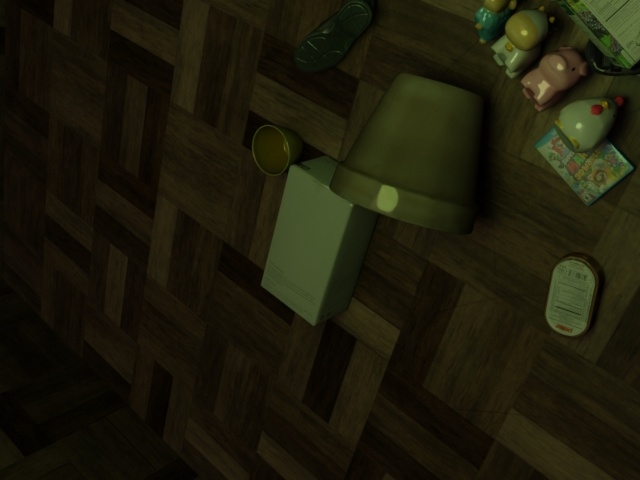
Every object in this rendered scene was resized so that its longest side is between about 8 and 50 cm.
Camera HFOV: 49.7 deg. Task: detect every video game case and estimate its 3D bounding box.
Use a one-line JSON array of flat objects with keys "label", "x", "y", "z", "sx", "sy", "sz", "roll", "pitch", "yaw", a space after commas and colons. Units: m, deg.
[{"label": "video game case", "x": 0.521, "y": -0.168, "z": 1.373, "sx": 0.166, "sy": 0.015, "sz": 0.119, "roll": 53, "pitch": 132, "yaw": 14}]

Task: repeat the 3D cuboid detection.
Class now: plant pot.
[{"label": "plant pot", "x": -0.101, "y": -0.247, "z": 1.838, "sx": 0.134, "sy": 0.095, "sz": 0.134, "roll": 16, "pitch": 115, "yaw": 37}, {"label": "plant pot", "x": 0.210, "y": -0.195, "z": 1.472, "sx": 0.323, "sy": 0.323, "sz": 0.280, "roll": 24, "pitch": 102, "yaw": 34}]

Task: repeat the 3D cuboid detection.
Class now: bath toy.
[{"label": "bath toy", "x": 0.440, "y": -0.329, "z": 1.313, "sx": 0.129, "sy": 0.151, "sz": 0.348, "roll": -36, "pitch": 77, "yaw": 10}]

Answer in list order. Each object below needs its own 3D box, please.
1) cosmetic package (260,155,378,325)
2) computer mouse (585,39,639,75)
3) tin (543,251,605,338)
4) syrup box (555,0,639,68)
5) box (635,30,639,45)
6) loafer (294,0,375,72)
[{"label": "cosmetic package", "x": 0.000, "y": 0.000, "z": 1.798, "sx": 0.217, "sy": 0.156, "sz": 0.384, "roll": 36, "pitch": 124, "yaw": 27}, {"label": "computer mouse", "x": 0.607, "y": -0.298, "z": 1.204, "sx": 0.262, "sy": 0.060, "sz": 0.184, "roll": -4, "pitch": 91, "yaw": 26}, {"label": "tin", "x": 0.529, "y": 0.117, "z": 1.452, "sx": 0.106, "sy": 0.040, "sz": 0.189, "roll": 22, "pitch": 118, "yaw": 39}, {"label": "syrup box", "x": 0.456, "y": -0.403, "z": 1.140, "sx": 0.237, "sy": 0.093, "sz": 0.096, "roll": 44, "pitch": 108, "yaw": -7}, {"label": "box", "x": 0.651, "y": -0.421, "z": 1.032, "sx": 0.232, "sy": 0.058, "sz": 0.321, "roll": 17, "pitch": 107, "yaw": 4}, {"label": "loafer", "x": 0.041, "y": -0.497, "z": 1.654, "sx": 0.096, "sy": 0.084, "sz": 0.268, "roll": 42, "pitch": 140, "yaw": -18}]
